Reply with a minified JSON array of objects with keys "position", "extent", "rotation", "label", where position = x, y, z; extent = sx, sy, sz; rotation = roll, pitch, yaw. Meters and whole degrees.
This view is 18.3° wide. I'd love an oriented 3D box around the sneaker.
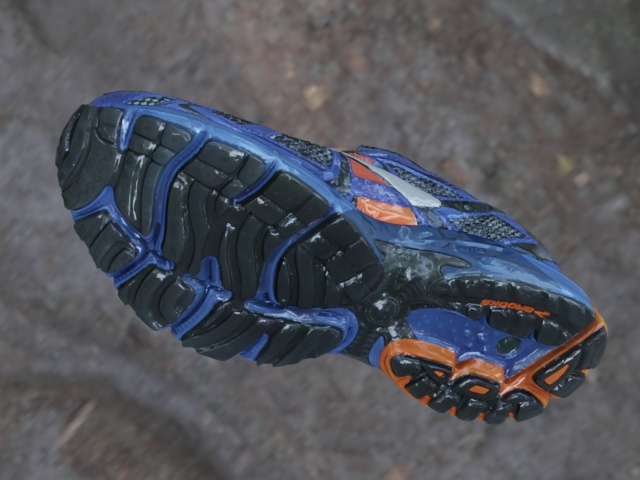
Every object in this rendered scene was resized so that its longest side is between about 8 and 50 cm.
[{"position":[0.000,0.000,0.733],"extent":[0.221,0.083,0.087],"rotation":[25,26,-28],"label":"sneaker"}]
